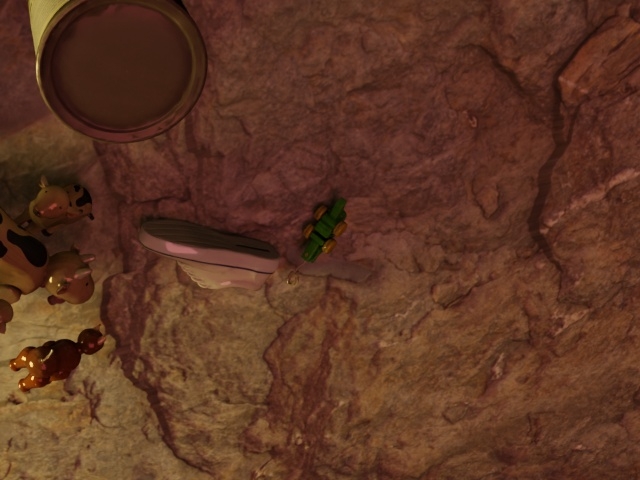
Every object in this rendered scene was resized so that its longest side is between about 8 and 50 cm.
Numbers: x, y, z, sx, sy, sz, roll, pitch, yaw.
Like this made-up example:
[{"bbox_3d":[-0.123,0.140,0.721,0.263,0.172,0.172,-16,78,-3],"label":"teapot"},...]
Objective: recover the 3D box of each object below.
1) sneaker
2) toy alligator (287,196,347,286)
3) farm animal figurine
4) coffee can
[{"bbox_3d":[-0.190,0.036,1.647,0.258,0.094,0.091,15,113,-30],"label":"sneaker"},{"bbox_3d":[0.000,0.000,1.723,0.190,0.056,0.051,-58,163,23],"label":"toy alligator"},{"bbox_3d":[-0.405,0.023,1.376,0.172,0.330,0.326,-29,146,24],"label":"farm animal figurine"},{"bbox_3d":[-0.272,-0.279,1.269,0.201,0.275,0.202,-10,128,-14],"label":"coffee can"}]
